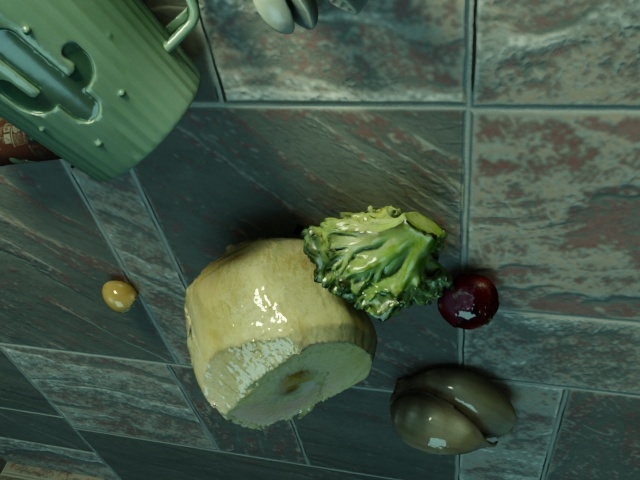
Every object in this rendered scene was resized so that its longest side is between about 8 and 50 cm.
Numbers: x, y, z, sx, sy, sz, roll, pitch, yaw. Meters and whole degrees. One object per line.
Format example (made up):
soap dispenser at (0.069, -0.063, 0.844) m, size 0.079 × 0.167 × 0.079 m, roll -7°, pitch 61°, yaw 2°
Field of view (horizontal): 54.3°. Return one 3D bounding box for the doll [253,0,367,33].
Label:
doll at (-0.048, -0.388, 0.856) m, size 0.258 × 0.153 × 0.195 m, roll 32°, pitch 173°, yaw 19°

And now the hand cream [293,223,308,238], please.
hand cream at (0.000, 0.000, 1.356) m, size 0.122 × 0.023 × 0.036 m, roll 26°, pitch 142°, yaw -5°

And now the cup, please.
cup at (-0.375, -0.320, 0.917) m, size 0.401 × 0.310 × 0.392 m, roll -17°, pitch 134°, yaw 35°

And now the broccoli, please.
broccoli at (0.128, 0.012, 1.179) m, size 0.288 × 0.248 × 0.245 m, roll -10°, pitch 151°, yaw -42°

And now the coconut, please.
coconut at (-0.100, 0.162, 1.331) m, size 0.404 × 0.405 × 0.405 m, roll 9°, pitch 139°, yaw 8°

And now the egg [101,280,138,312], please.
egg at (-0.535, 0.148, 1.656) m, size 0.096 × 0.080 × 0.080 m, roll 29°, pitch 138°, yaw -5°

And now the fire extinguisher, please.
fire extinguisher at (-0.557, -0.193, 1.238) m, size 0.344 × 0.138 × 0.102 m, roll -2°, pitch 151°, yaw 21°

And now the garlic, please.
garlic at (0.356, 0.475, 1.613) m, size 0.340 × 0.231 × 0.246 m, roll 25°, pitch 136°, yaw -1°

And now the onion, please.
onion at (0.315, 0.128, 1.323) m, size 0.131 × 0.131 × 0.131 m, roll 9°, pitch 139°, yaw 8°
